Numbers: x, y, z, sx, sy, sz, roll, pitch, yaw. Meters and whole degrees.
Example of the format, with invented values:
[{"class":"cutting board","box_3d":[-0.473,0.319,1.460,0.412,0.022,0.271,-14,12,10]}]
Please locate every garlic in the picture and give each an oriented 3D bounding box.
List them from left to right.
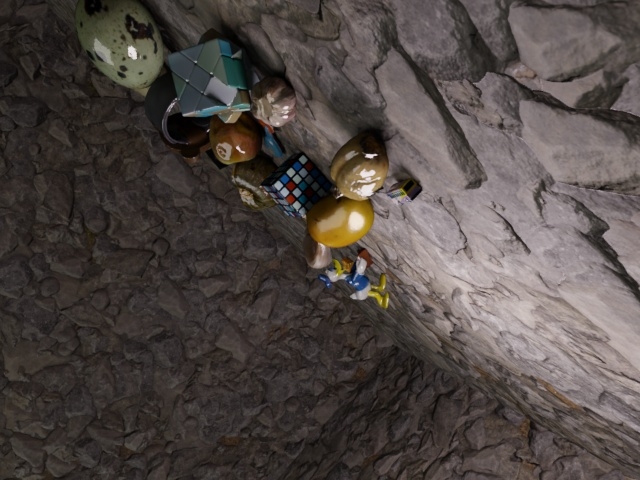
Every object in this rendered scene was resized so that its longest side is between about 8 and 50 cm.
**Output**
[{"class":"garlic","box_3d":[-0.133,-0.411,1.282,0.147,0.102,0.159,45,147,2]},{"class":"garlic","box_3d":[-0.001,-0.001,2.115,0.132,0.278,0.325,10,167,-13]}]

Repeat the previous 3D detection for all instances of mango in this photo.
[{"class":"mango","box_3d":[0.076,-0.082,1.574,0.212,0.172,0.317,32,150,-13]}]

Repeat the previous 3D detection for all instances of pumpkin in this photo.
[{"class":"pumpkin","box_3d":[-0.267,-0.287,2.118,0.233,0.241,0.324,10,156,13]},{"class":"pumpkin","box_3d":[0.167,0.143,2.532,0.074,0.054,0.083,29,142,42]}]

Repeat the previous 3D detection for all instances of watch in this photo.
[{"class":"watch","box_3d":[-0.564,-0.563,1.876,0.314,0.335,0.326,46,152,20]}]

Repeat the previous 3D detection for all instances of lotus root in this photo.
[{"class":"lotus root","box_3d":[0.108,-0.192,1.159,0.154,0.140,0.257,56,161,6]}]

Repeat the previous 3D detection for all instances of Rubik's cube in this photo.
[{"class":"Rubik's cube","box_3d":[-0.316,-0.490,1.315,0.213,0.225,0.264,-37,-60,-65]},{"class":"Rubik's cube","box_3d":[-0.097,-0.215,1.713,0.184,0.182,0.187,48,168,-17]}]

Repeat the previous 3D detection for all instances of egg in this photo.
[{"class":"egg","box_3d":[-0.757,-0.764,1.666,0.288,0.288,0.379,38,153,26]}]

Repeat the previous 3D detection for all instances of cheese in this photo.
[{"class":"cheese","box_3d":[-0.196,-0.404,1.737,0.106,0.037,0.256,39,168,15]}]

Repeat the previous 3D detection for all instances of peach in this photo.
[{"class":"peach","box_3d":[-0.354,-0.428,1.762,0.235,0.214,0.214,68,164,-13]}]

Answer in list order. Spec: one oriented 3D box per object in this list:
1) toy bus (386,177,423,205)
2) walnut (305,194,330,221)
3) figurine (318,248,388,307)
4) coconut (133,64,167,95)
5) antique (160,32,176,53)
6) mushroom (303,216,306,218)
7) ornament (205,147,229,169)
[{"class":"toy bus","box_3d":[0.226,-0.132,1.189,0.058,0.052,0.102,47,167,-10]},{"class":"walnut","box_3d":[0.034,-0.089,1.798,0.207,0.167,0.167,43,170,-12]},{"class":"figurine","box_3d":[0.158,0.176,2.103,0.204,0.339,0.283,-93,6,-60]},{"class":"coconut","box_3d":[-0.858,-0.814,2.146,0.224,0.224,0.224,42,170,9]},{"class":"antique","box_3d":[-0.633,-0.810,1.800,0.192,0.015,0.031,50,169,-31]},{"class":"mushroom","box_3d":[-0.054,-0.152,1.988,0.148,0.112,0.148,51,169,13]},{"class":"ornament","box_3d":[-0.498,-0.504,2.237,0.153,0.166,0.196,50,160,21]}]
